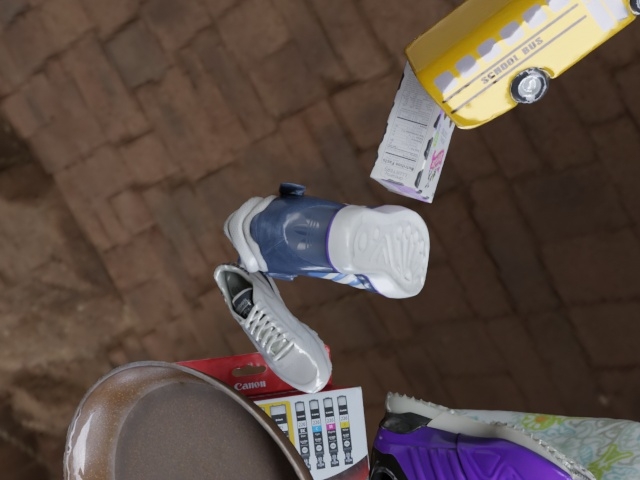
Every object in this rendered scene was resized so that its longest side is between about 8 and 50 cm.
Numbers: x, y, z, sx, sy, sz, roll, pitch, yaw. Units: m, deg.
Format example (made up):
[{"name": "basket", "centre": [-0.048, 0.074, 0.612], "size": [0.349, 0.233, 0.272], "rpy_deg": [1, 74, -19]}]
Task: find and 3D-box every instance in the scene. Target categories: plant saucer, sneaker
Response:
[{"name": "plant saucer", "centre": [-0.100, 0.246, 1.235], "size": [0.310, 0.050, 0.311], "rpy_deg": [14, 113, 36]}, {"name": "sneaker", "centre": [0.166, 0.272, 1.562], "size": [0.293, 0.146, 0.102], "rpy_deg": [12, 163, 47]}, {"name": "sneaker", "centre": [0.000, 0.000, 2.023], "size": [0.236, 0.323, 0.130], "rpy_deg": [7, 86, 26]}, {"name": "sneaker", "centre": [-0.076, 0.128, 2.070], "size": [0.235, 0.090, 0.095], "rpy_deg": [49, -172, 22]}]

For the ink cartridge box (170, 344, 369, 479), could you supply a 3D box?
[{"name": "ink cartridge box", "centre": [-0.090, 0.321, 2.327], "size": [0.130, 0.309, 0.272], "rpy_deg": [171, 92, -68]}]

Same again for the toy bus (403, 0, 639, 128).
[{"name": "toy bus", "centre": [0.276, -0.279, 1.754], "size": [0.130, 0.332, 0.108], "rpy_deg": [45, -164, -31]}]

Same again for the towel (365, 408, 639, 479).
[{"name": "towel", "centre": [0.212, 0.317, 1.686], "size": [0.374, 0.320, 0.090], "rpy_deg": [0, 121, 34]}]

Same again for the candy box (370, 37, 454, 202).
[{"name": "candy box", "centre": [0.139, -0.160, 1.945], "size": [0.070, 0.196, 0.165], "rpy_deg": [17, 179, 12]}]
